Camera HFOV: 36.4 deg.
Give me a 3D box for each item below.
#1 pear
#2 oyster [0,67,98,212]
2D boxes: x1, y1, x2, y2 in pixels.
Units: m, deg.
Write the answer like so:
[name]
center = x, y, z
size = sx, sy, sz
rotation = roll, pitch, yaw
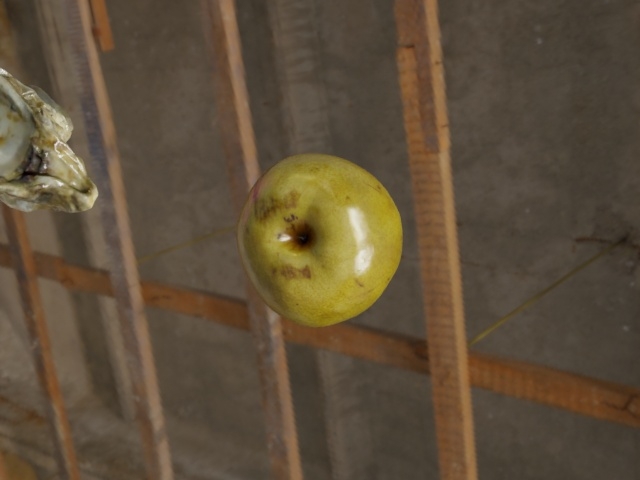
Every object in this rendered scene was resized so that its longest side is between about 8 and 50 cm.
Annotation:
[pear]
center = 0.000, 0.000, 1.181
size = 0.209, 0.209, 0.209
rotation = 18, -61, 36
[oyster]
center = -0.328, -0.118, 0.866
size = 0.341, 0.166, 0.110
rotation = 23, -11, 9
